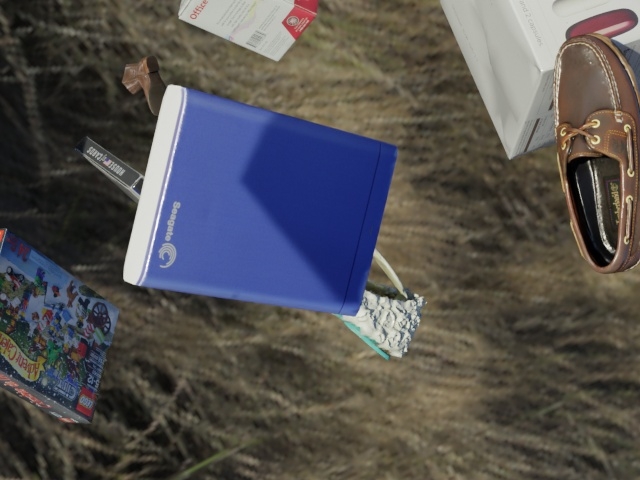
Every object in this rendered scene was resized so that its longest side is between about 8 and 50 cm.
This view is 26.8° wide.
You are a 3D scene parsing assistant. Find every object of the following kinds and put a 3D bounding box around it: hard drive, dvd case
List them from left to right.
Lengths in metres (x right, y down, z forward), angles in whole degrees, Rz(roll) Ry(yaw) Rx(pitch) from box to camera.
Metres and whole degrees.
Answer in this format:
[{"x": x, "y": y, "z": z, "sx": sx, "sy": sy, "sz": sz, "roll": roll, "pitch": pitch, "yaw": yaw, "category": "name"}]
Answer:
[{"x": -0.214, "y": -0.040, "z": 1.828, "sx": 0.239, "sy": 0.029, "sz": 0.179, "roll": 45, "pitch": -8, "yaw": -39, "category": "dvd case"}, {"x": -0.057, "y": -0.035, "z": 1.491, "sx": 0.318, "sy": 0.040, "sz": 0.210, "roll": 11, "pitch": 94, "yaw": -43, "category": "hard drive"}]

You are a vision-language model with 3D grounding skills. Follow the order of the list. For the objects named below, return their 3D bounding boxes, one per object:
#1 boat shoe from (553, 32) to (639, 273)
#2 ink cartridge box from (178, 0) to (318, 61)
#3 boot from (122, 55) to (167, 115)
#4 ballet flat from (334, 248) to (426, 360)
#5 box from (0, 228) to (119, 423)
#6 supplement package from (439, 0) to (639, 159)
[{"x": 0.237, "y": -0.074, "z": 1.139, "sx": 0.073, "sy": 0.073, "sz": 0.207, "roll": -14, "pitch": 90, "yaw": -49, "category": "boat shoe"}, {"x": -0.107, "y": -0.362, "z": 2.019, "sx": 0.175, "sy": 0.127, "sz": 0.072, "roll": 22, "pitch": 53, "yaw": -22, "category": "ink cartridge box"}, {"x": -0.306, "y": -0.260, "z": 2.310, "sx": 0.037, "sy": 0.114, "sz": 0.106, "roll": -5, "pitch": 88, "yaw": -33, "category": "boot"}, {"x": 0.014, "y": 0.041, "z": 2.047, "sx": 0.409, "sy": 0.147, "sz": 0.147, "roll": 36, "pitch": 39, "yaw": -38, "category": "ballet flat"}, {"x": -0.343, "y": 0.109, "z": 1.628, "sx": 0.233, "sy": 0.044, "sz": 0.159, "roll": 44, "pitch": 49, "yaw": -50, "category": "box"}, {"x": 0.215, "y": -0.252, "z": 1.318, "sx": 0.204, "sy": 0.145, "sz": 0.262, "roll": 94, "pitch": -24, "yaw": -71, "category": "supplement package"}]
